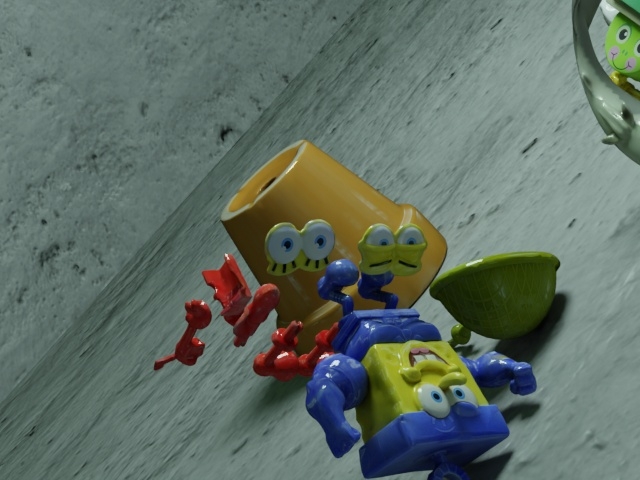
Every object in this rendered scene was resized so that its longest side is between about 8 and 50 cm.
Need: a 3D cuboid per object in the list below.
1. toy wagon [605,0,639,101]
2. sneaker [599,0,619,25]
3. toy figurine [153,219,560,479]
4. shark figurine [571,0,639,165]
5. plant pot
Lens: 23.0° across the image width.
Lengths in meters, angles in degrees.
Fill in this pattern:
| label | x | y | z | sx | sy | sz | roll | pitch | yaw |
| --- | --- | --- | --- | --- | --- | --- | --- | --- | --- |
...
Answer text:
| label | x | y | z | sx | sy | sz | roll | pitch | yaw |
| --- | --- | --- | --- | --- | --- | --- | --- | --- | --- |
| toy wagon | 0.372 | -0.284 | 1.528 | 0.344 | 0.068 | 0.267 | -59 | 37 | 17 |
| sneaker | 0.383 | -0.301 | 1.802 | 0.115 | 0.090 | 0.232 | -29 | 27 | 23 |
| toy figurine | 0.073 | 0.129 | 1.253 | 0.362 | 0.217 | 0.191 | 2 | -40 | -41 |
| shark figurine | 0.296 | -0.106 | 1.332 | 0.116 | 0.278 | 0.166 | -6 | -50 | -41 |
| plant pot | 0.000 | 0.000 | 1.703 | 0.205 | 0.188 | 0.205 | -40 | 14 | 12 |
